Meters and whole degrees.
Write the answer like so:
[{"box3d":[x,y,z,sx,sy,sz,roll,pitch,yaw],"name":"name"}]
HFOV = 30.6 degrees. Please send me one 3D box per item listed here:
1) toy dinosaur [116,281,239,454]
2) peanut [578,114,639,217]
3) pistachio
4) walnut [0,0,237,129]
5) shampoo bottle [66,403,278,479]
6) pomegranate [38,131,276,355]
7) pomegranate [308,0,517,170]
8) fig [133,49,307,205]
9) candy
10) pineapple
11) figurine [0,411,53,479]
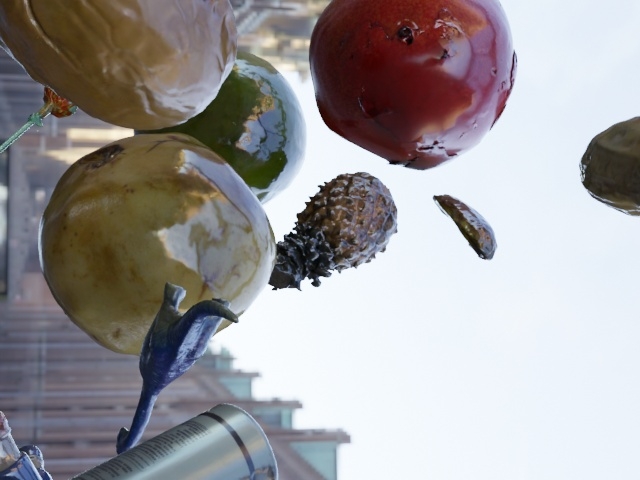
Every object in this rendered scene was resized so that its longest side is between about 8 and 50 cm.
[{"box3d":[-0.160,0.142,1.245,0.247,0.075,0.188,-14,-124,66],"name":"toy dinosaur"},{"box3d":[0.457,-0.091,1.518,0.313,0.149,0.149,-152,-116,-69],"name":"peanut"},{"box3d":[0.241,-0.027,1.890,0.089,0.049,0.173,51,4,-42],"name":"pistachio"},{"box3d":[-0.152,-0.149,0.849,0.167,0.211,0.087,-33,-145,26],"name":"walnut"},{"box3d":[-0.155,0.205,0.852,0.085,0.262,0.085,25,-55,42],"name":"shampoo bottle"},{"box3d":[-0.228,0.007,1.652,0.332,0.332,0.333,-179,-90,-77],"name":"pomegranate"},{"box3d":[0.088,-0.180,1.161,0.235,0.210,0.210,-106,-160,-65],"name":"pomegranate"},{"box3d":[-0.152,-0.174,2.012,0.316,0.316,0.316,-179,-90,-77],"name":"fig"},{"box3d":[-0.362,-0.150,1.474,0.185,0.049,0.056,-55,129,-45],"name":"candy"},{"box3d":[0.000,0.000,1.890,0.157,0.278,0.158,24,-48,30],"name":"pineapple"},{"box3d":[-0.330,0.251,0.908,0.158,0.275,0.161,38,-20,21],"name":"figurine"}]
